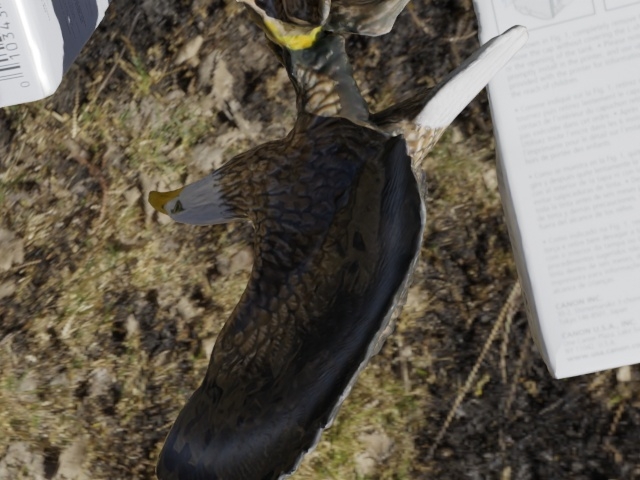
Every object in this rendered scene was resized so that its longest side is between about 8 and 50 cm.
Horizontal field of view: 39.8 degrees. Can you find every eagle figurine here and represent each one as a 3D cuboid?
[{"bbox_3d":[-0.008,0.000,0.530,0.226,0.225,0.299,-5,92,-36],"label":"eagle figurine"}]

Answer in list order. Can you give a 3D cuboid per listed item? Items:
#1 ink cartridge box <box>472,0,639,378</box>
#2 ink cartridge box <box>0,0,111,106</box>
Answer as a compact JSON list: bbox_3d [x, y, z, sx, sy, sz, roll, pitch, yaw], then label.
[{"bbox_3d":[0.269,-0.121,0.620,0.308,0.091,0.385,-13,97,8],"label":"ink cartridge box"},{"bbox_3d":[-0.243,-0.297,0.643,0.071,0.330,0.324,-12,116,-1],"label":"ink cartridge box"}]
